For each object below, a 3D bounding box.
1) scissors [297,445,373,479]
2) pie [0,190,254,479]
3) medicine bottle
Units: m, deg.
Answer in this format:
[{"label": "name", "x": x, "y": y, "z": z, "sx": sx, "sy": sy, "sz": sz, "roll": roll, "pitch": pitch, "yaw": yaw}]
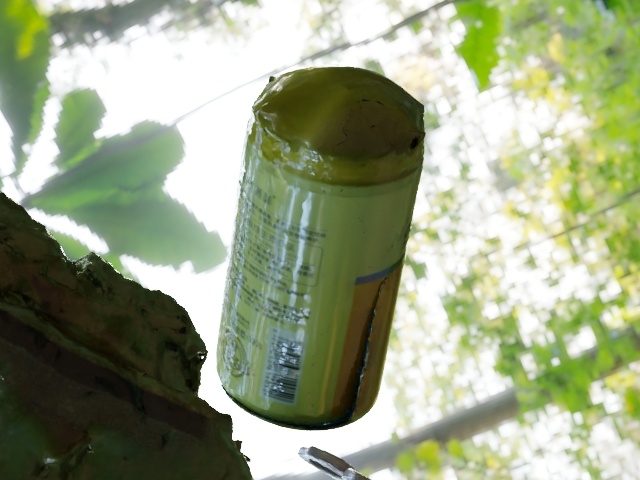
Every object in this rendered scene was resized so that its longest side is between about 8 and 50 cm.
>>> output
[{"label": "scissors", "x": 0.051, "y": 0.221, "z": 1.275, "sx": 0.015, "sy": 0.100, "sz": 0.189, "roll": -60, "pitch": -36, "yaw": -12}, {"label": "pie", "x": -0.122, "y": 0.083, "z": 0.419, "sx": 0.248, "sy": 0.201, "sz": 0.090, "roll": 21, "pitch": -178, "yaw": -17}, {"label": "medicine bottle", "x": 0.000, "y": 0.000, "z": 0.964, "sx": 0.124, "sy": 0.124, "sz": 0.238, "roll": -78, "pitch": -1, "yaw": -58}]
